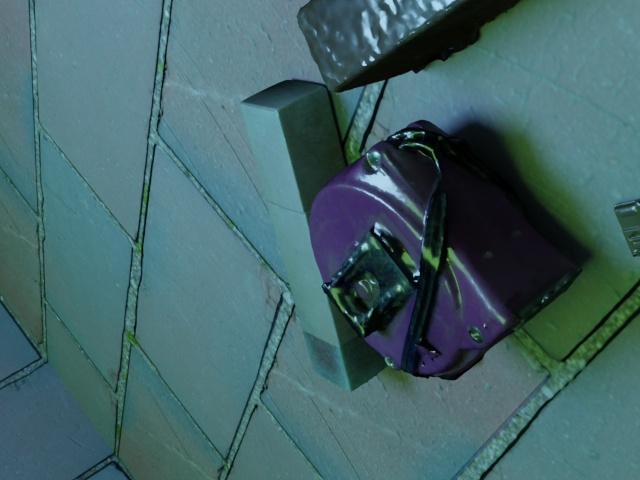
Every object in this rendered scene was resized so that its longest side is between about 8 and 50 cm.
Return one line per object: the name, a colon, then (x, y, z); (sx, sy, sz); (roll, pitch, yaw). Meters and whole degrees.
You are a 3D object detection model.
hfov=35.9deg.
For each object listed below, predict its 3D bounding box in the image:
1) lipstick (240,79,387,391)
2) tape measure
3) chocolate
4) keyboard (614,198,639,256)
lipstick: (0.000, 0.000, 1.154); (0.079, 0.076, 0.372); (21, 133, 49)
tape measure: (0.099, 0.012, 0.937); (0.231, 0.149, 0.245); (49, 149, 14)
chocolate: (0.095, -0.209, 0.780); (0.321, 0.111, 0.112); (-21, 96, 60)
keyboard: (0.285, -0.016, 0.767); (0.129, 0.015, 0.049); (-16, 98, 60)
